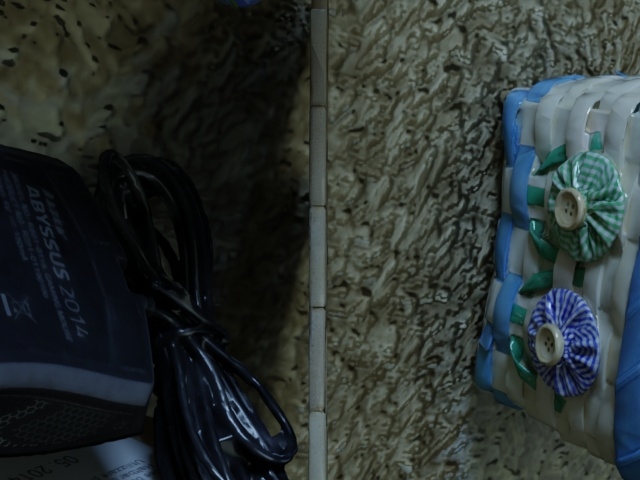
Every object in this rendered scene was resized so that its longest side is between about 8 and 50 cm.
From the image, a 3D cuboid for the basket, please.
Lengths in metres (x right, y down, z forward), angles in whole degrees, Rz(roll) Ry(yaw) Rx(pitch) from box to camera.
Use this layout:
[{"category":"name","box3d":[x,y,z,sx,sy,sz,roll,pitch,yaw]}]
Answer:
[{"category":"basket","box3d":[0.231,0.029,1.052,0.201,0.289,0.255,-9,107,-54]}]

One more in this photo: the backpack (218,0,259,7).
[{"category":"backpack","box3d":[-0.068,-0.181,0.681,0.117,0.158,0.173,-52,128,-4]}]

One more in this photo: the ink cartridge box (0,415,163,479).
[{"category":"ink cartridge box","box3d":[-0.137,0.188,0.759,0.235,0.088,0.193,-18,116,-51]}]

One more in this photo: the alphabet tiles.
[{"category":"alphabet tiles","box3d":[0.000,0.000,0.855,0.198,0.009,0.237,84,6,-82]}]

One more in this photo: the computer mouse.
[{"category":"computer mouse","box3d":[-0.126,0.030,0.701,0.272,0.072,0.188,22,42,-51]}]
